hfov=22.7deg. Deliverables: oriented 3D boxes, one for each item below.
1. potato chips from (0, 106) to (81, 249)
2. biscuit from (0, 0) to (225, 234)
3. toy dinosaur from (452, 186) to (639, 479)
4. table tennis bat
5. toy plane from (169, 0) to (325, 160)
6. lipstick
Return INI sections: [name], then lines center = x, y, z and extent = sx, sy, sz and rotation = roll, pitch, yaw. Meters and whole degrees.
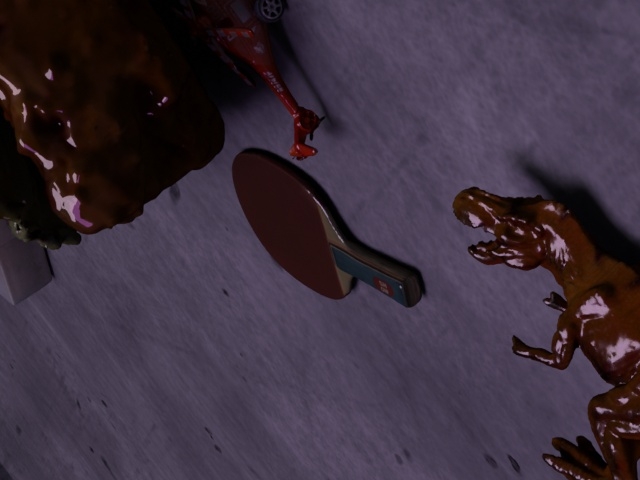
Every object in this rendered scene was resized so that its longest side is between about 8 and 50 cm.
[potato chips]
center = -0.353, -0.176, 1.527
extent = 0.358, 0.070, 0.429
rotation = 37, -154, -60
[biscuit]
center = -0.240, -0.209, 1.391
extent = 0.395, 0.166, 0.342
rotation = 59, 176, -7
[toy dinosaur]
center = 0.255, 0.117, 1.107
extent = 0.432, 0.097, 0.208
rotation = 35, 140, 29
[table tennis bat]
center = 0.000, 0.000, 1.502
extent = 0.274, 0.021, 0.154
rotation = 29, 145, 47
[toy plane]
center = -0.052, -0.161, 1.333
extent = 0.194, 0.077, 0.126
rotation = 46, 159, 0
[lipstick]
center = -0.443, -0.068, 2.151
extent = 0.080, 0.076, 0.371
rotation = 37, 150, 33
